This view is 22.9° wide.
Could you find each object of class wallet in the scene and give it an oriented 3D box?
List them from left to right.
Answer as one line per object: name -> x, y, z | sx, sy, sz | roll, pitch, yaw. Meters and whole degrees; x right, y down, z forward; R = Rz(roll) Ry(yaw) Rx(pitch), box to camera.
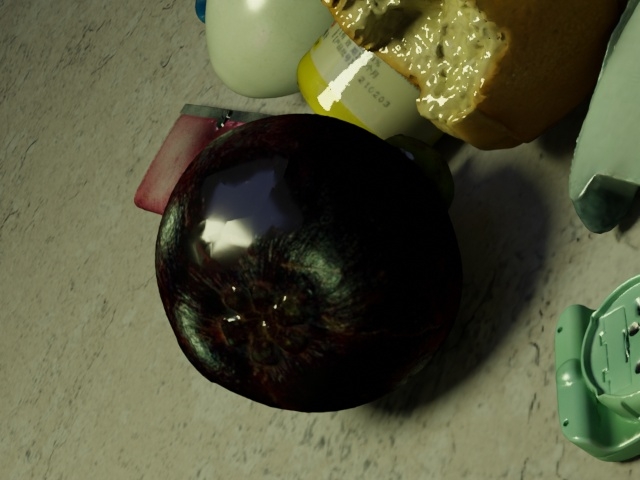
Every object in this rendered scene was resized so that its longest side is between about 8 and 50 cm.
wallet -> -0.107, -0.071, 1.508 | 0.232, 0.025, 0.119 | 14, 75, 61

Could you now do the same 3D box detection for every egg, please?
egg -> -0.021, -0.217, 1.383 | 0.209, 0.151, 0.151 | -52, 29, 15

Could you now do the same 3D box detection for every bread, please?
bread -> 0.170, -0.220, 1.031 | 0.344, 0.195, 0.149 | -51, 37, 6

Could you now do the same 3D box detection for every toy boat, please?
toy boat -> 0.232, -0.091, 0.964 | 0.134, 0.079, 0.207 | 21, 91, 65

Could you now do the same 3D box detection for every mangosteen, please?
mangosteen -> -0.008, 0.009, 1.093 | 0.216, 0.216, 0.216 | -38, 34, 32

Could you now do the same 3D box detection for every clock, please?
clock -> 0.193, 0.058, 0.891 | 0.135, 0.041, 0.101 | -36, 36, 35

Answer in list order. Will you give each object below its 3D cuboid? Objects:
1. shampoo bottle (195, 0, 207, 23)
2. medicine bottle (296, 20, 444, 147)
shampoo bottle -> -0.060, -0.268, 1.599 | 0.183, 0.050, 0.087 | -3, 57, 57
medicine bottle -> 0.091, -0.164, 1.186 | 0.212, 0.122, 0.122 | -46, 31, 20
